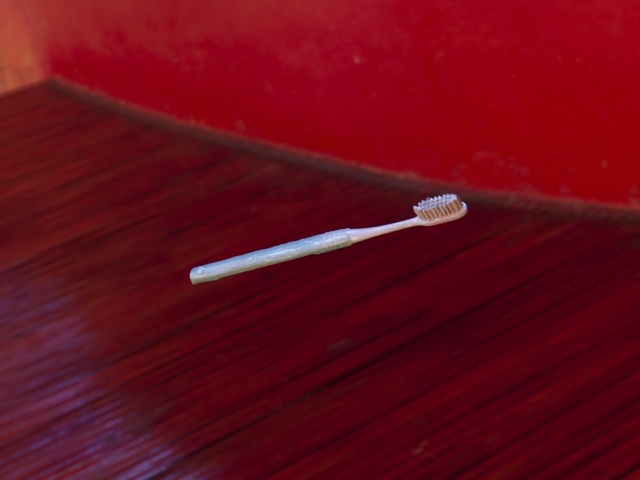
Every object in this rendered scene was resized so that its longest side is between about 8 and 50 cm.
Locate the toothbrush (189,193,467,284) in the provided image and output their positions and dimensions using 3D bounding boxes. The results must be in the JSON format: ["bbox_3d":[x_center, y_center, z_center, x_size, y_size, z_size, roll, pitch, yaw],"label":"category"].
[{"bbox_3d":[0.000,0.000,0.700,0.014,0.167,0.011,52,-149,-44],"label":"toothbrush"}]
